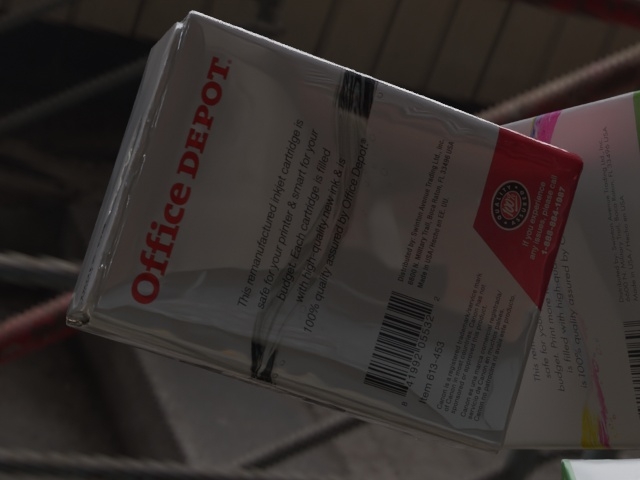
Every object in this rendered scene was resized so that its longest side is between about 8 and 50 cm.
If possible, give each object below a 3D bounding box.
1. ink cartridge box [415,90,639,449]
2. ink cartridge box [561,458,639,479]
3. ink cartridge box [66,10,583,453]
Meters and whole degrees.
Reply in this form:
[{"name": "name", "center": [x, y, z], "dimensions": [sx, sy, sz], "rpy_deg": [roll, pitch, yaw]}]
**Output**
[{"name": "ink cartridge box", "center": [0.181, 0.021, 1.140], "dimensions": [0.119, 0.207, 0.353], "rpy_deg": [-7, -1, -31]}, {"name": "ink cartridge box", "center": [0.220, 0.280, 1.302], "dimensions": [0.093, 0.212, 0.154], "rpy_deg": [0, 18, -2]}, {"name": "ink cartridge box", "center": [0.000, 0.000, 1.007], "dimensions": [0.237, 0.172, 0.100], "rpy_deg": [19, -8, -14]}]
